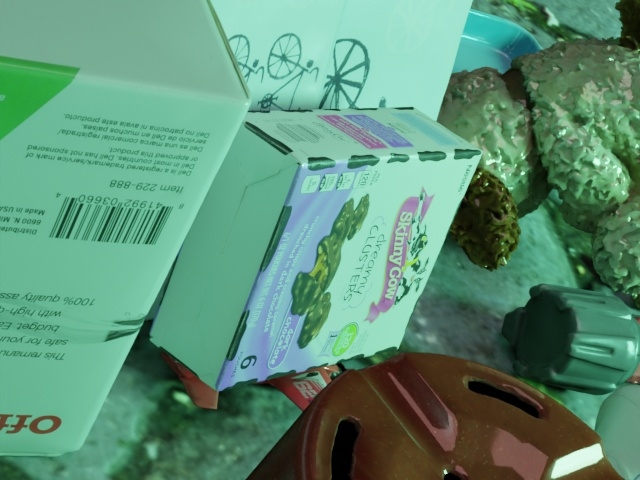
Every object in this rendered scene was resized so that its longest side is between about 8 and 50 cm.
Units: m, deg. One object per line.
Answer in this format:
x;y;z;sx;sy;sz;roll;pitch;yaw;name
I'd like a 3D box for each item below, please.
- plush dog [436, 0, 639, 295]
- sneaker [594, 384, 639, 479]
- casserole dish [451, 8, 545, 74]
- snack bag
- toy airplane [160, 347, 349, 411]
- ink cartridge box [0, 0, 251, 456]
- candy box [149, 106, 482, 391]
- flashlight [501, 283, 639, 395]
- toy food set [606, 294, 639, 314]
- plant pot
0.168;-0.084;1.345;0.225;0.210;0.262;-12;31;-6;plush dog
0.191;0.195;1.115;0.129;0.111;0.297;22;37;-4;sneaker
0.129;-0.168;1.532;0.188;0.037;0.114;11;41;-26;casserole dish
-0.004;-0.104;1.138;0.037;0.323;0.342;28;22;34;snack bag
-0.041;0.088;1.127;0.151;0.028;0.151;19;23;-8;toy airplane
-0.196;-0.017;0.930;0.211;0.289;0.121;6;41;-30;ink cartridge box
0.000;0.000;1.107;0.070;0.165;0.196;35;26;31;candy box
0.299;0.096;1.301;0.304;0.103;0.103;11;45;-27;flashlight
0.274;0.026;1.428;0.078;0.019;0.122;31;37;-1;toy food set
0.026;0.214;0.842;0.272;0.265;0.272;19;39;-16;plant pot
